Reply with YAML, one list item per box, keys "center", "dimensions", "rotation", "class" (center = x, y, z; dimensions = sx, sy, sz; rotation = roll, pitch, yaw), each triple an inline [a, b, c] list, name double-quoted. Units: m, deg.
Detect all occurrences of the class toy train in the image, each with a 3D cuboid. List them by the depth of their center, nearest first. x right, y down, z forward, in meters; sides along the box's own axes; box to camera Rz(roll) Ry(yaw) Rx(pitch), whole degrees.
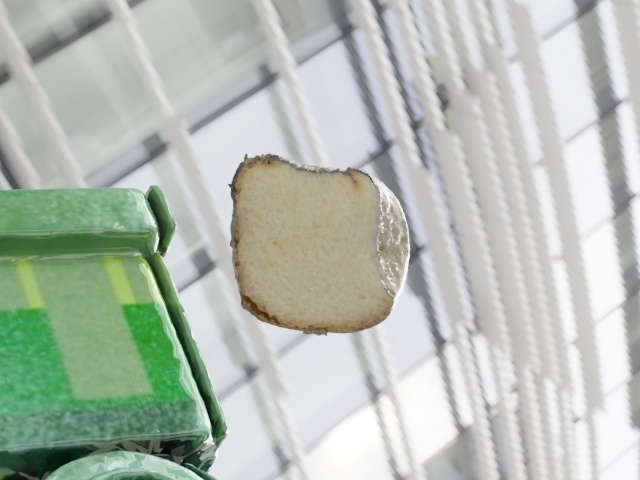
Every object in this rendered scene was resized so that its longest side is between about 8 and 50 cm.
- center: [-0.158, 0.082, 0.494]
  dimensions: [0.202, 0.300, 0.120]
  rotation: [63, -37, 37]
  class: "toy train"

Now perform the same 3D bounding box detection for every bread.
- center: [0.000, 0.000, 1.097]
  dimensions: [0.129, 0.044, 0.126]
  rotation: [8, -67, 31]
  class: "bread"
